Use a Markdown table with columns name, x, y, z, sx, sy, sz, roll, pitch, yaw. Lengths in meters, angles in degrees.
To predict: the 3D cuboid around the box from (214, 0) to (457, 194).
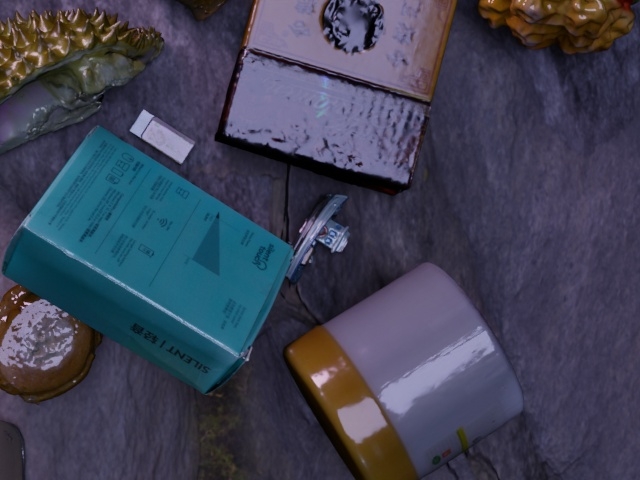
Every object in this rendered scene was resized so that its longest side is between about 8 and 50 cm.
| name | x | y | z | sx | sy | sz | roll | pitch | yaw |
| --- | --- | --- | --- | --- | --- | --- | --- | --- | --- |
| box | 0.037 | -0.289 | 1.493 | 0.264 | 0.116 | 0.416 | 16 | 88 | -10 |

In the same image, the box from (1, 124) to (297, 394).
| name | x | y | z | sx | sy | sz | roll | pitch | yaw |
| --- | --- | --- | --- | --- | --- | --- | --- | --- | --- |
| box | -0.211 | 0.026 | 1.417 | 0.311 | 0.118 | 0.205 | 31 | 49 | -8 |

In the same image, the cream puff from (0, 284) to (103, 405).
| name | x | y | z | sx | sy | sz | roll | pitch | yaw |
| --- | --- | --- | --- | --- | --- | --- | --- | --- | --- |
| cream puff | -0.359 | 0.124 | 1.444 | 0.165 | 0.115 | 0.150 | -21 | 101 | -16 |

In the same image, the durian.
| name | x | y | z | sx | sy | sz | roll | pitch | yaw |
| --- | --- | --- | --- | --- | --- | --- | --- | --- | --- |
| durian | -0.335 | -0.209 | 1.426 | 0.306 | 0.172 | 0.167 | -32 | 120 | -15 |

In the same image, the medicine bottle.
| name | x | y | z | sx | sy | sz | roll | pitch | yaw |
| --- | --- | --- | --- | --- | --- | --- | --- | --- | --- |
| medicine bottle | 0.106 | 0.183 | 1.456 | 0.231 | 0.238 | 0.238 | -30 | 96 | -8 |

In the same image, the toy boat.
| name | x | y | z | sx | sy | sz | roll | pitch | yaw |
| --- | --- | --- | --- | --- | --- | --- | --- | --- | --- |
| toy boat | 0.000 | 0.000 | 1.522 | 0.066 | 0.059 | 0.140 | 29 | 86 | 4 |

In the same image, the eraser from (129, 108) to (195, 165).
| name | x | y | z | sx | sy | sz | roll | pitch | yaw |
| --- | --- | --- | --- | --- | --- | --- | --- | --- | --- |
| eraser | -0.211 | -0.138 | 1.507 | 0.083 | 0.019 | 0.038 | 32 | 88 | -8 |

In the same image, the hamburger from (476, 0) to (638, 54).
| name | x | y | z | sx | sy | sz | roll | pitch | yaw |
| --- | --- | --- | --- | --- | --- | --- | --- | --- | --- |
| hamburger | 0.309 | -0.326 | 1.486 | 0.237 | 0.237 | 0.149 | 13 | 89 | -9 |

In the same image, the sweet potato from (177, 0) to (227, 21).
| name | x | y | z | sx | sy | sz | roll | pitch | yaw |
| --- | --- | --- | --- | --- | --- | --- | --- | --- | --- |
| sweet potato | -0.225 | -0.408 | 1.474 | 0.112 | 0.085 | 0.286 | -33 | 85 | -40 |

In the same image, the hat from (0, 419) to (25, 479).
| name | x | y | z | sx | sy | sz | roll | pitch | yaw |
| --- | --- | --- | --- | --- | --- | --- | --- | --- | --- |
| hat | -0.446 | 0.315 | 1.451 | 0.147 | 0.085 | 0.175 | 3 | 92 | -8 |
